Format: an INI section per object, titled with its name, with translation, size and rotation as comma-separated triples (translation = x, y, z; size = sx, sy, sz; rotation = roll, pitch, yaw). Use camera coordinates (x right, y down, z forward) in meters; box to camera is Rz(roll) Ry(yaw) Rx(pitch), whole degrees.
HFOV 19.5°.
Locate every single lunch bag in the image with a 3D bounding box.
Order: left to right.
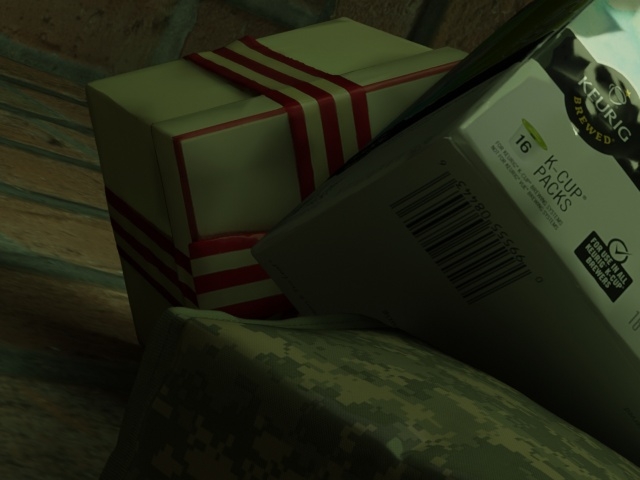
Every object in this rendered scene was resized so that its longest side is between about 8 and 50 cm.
[lunch bag]
translation = 0.057, 0.145, 0.911
size = 0.235, 0.169, 0.287
rotation = 27, 11, 28

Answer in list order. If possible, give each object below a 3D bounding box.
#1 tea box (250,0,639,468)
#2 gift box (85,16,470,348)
[tea box]
translation = 0.203, 0.015, 1.130
size = 0.329, 0.323, 0.220
rotation = 51, -37, -6
[gift box]
translation = 0.000, 0.000, 1.339
size = 0.255, 0.276, 0.258
rotation = -21, 21, -17
